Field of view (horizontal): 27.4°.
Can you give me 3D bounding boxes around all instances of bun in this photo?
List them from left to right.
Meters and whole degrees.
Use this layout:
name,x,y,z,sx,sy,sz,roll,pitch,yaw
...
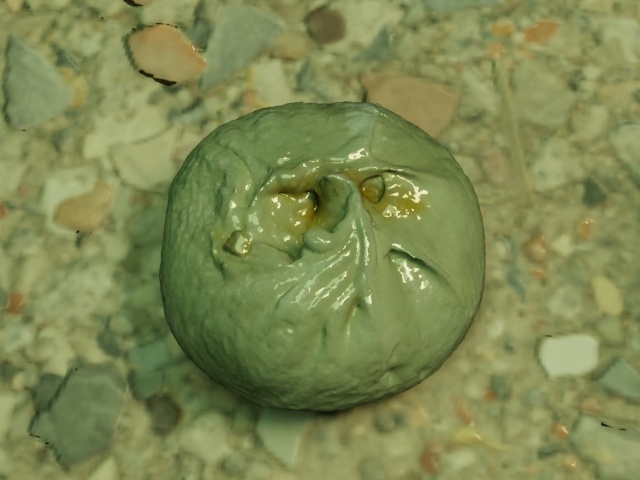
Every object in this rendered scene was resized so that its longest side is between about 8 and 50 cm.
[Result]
name,x,y,z,sx,sy,sz,roll,pitch,yaw
bun,0.000,0.000,0.540,0.140,0.083,0.141,-2,64,3
